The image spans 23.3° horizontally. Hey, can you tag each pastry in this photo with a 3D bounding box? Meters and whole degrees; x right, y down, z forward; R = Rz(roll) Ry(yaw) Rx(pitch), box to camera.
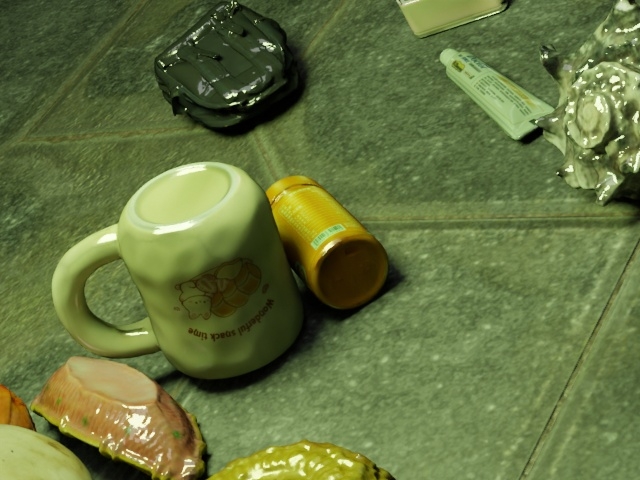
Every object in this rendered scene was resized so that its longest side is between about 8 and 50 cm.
[{"bbox_3d":[-0.032,0.277,1.407,0.235,0.132,0.240,-40,34,-14],"label":"pastry"}]

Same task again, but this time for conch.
[{"bbox_3d":[0.360,-0.140,1.651,0.313,0.186,0.240,14,75,30],"label":"conch"}]

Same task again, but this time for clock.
[{"bbox_3d":[0.191,-0.382,2.211,0.147,0.071,0.192,-16,34,21],"label":"clock"}]

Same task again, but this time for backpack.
[{"bbox_3d":[-0.131,-0.246,2.245,0.206,0.133,0.258,-39,39,-8],"label":"backpack"}]

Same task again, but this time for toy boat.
[{"bbox_3d":[-0.227,0.196,1.724,0.141,0.099,0.318,-17,22,-35],"label":"toy boat"}]

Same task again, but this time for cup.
[{"bbox_3d":[-0.161,0.031,1.756,0.255,0.202,0.173,-2,35,24],"label":"cup"}]

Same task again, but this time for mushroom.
[{"bbox_3d":[-0.336,0.304,1.601,0.207,0.207,0.215,34,104,56],"label":"mushroom"}]

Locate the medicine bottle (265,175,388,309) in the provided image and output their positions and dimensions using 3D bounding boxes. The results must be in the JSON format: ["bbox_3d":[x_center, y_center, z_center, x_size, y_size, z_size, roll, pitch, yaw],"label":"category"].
[{"bbox_3d":[0.000,0.000,1.806,0.096,0.096,0.192,-34,32,-7],"label":"medicine bottle"}]

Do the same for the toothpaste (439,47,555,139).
[{"bbox_3d":[0.214,-0.190,1.957,0.067,0.037,0.255,-29,34,-9],"label":"toothpaste"}]

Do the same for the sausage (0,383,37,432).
[{"bbox_3d":[-0.450,0.247,1.767,0.268,0.153,0.141,-23,41,14],"label":"sausage"}]
